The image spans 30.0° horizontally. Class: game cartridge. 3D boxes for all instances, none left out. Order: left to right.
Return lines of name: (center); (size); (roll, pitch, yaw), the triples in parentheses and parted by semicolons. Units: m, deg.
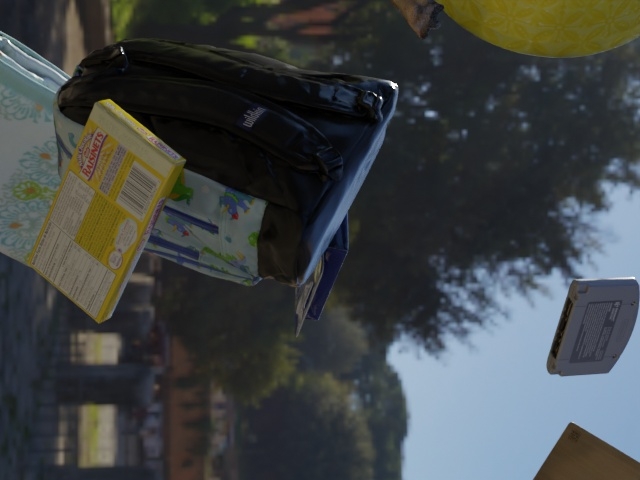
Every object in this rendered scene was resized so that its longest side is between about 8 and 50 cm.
game cartridge: (0.197, 0.062, 0.855); (0.017, 0.056, 0.083); (-107, -158, -53)

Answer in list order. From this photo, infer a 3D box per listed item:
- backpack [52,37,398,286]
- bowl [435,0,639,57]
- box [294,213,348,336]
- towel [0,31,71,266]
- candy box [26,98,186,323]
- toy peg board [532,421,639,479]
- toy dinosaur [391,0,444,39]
backpack: (-0.134, -0.099, 1.350); (0.273, 0.355, 0.290); (109, 7, -48)
bowl: (0.230, -0.336, 1.129); (0.156, 0.289, 0.289); (83, 3, -71)
box: (0.000, 0.000, 1.489); (0.136, 0.036, 0.225); (112, -15, -45)
towel: (-0.468, -0.125, 1.815); (0.320, 0.374, 0.090); (-37, -140, 22)
candy box: (-0.214, -0.026, 1.174); (0.027, 0.105, 0.206); (-26, 151, -56)
toy peg board: (0.407, 0.391, 1.815); (0.161, 0.161, 0.079); (-54, 160, -14)
toy dinosaur: (0.080, -0.286, 0.984); (0.200, 0.295, 0.127); (45, -24, 34)
